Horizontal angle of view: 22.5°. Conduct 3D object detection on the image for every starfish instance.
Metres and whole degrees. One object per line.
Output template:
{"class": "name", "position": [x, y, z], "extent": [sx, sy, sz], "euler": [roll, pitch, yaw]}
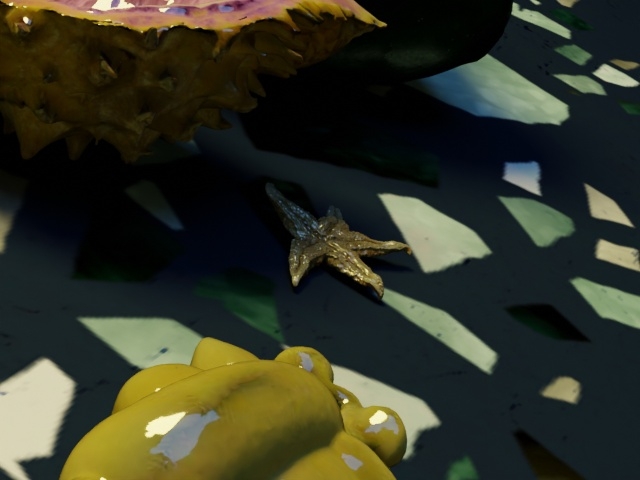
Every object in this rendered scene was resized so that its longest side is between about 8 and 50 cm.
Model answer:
{"class": "starfish", "position": [0.000, 0.000, 0.797], "extent": [0.092, 0.016, 0.086], "euler": [40, 30, 23]}

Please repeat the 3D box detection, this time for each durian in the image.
{"class": "durian", "position": [-0.157, -0.113, 0.799], "extent": [0.341, 0.112, 0.191], "euler": [20, 34, 16]}

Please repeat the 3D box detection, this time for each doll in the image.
{"class": "doll", "position": [-0.078, 0.095, 0.483], "extent": [0.117, 0.086, 0.291], "euler": [39, 33, 22]}

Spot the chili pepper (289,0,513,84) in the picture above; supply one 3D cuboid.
{"class": "chili pepper", "position": [-0.013, -0.213, 0.972], "extent": [0.256, 0.233, 0.248], "euler": [-1, 18, -23]}
